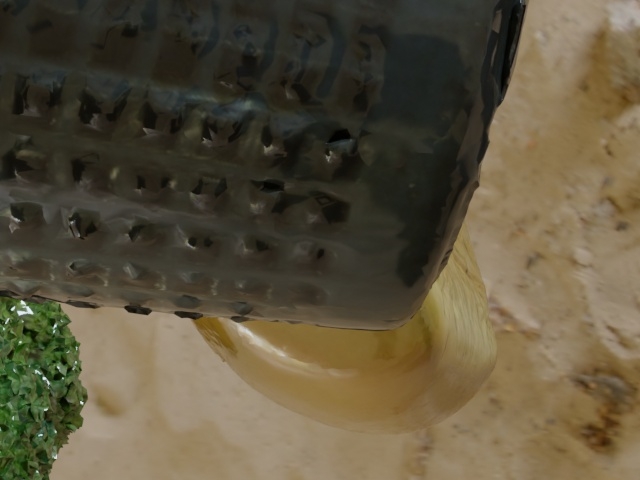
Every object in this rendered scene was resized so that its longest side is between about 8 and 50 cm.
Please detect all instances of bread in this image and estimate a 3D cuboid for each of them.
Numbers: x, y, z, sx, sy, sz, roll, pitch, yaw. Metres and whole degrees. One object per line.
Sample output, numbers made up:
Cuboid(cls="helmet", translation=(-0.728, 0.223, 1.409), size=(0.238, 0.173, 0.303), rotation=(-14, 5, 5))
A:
Cuboid(cls="bread", translation=(0.000, 0.000, 0.599), size=(0.098, 0.217, 0.147), rotation=(-22, 75, 9))

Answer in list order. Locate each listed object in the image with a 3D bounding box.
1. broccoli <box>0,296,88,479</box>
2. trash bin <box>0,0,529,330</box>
Cuboid(cls="broccoli", translation=(-0.297, 0.085, 0.862), size=(0.413, 0.310, 0.321), rotation=(39, 134, 31))
Cuboid(cls="trash bin", translation=(-0.040, -0.052, 0.369), size=(0.161, 0.175, 0.175), rotation=(15, 89, 0))
